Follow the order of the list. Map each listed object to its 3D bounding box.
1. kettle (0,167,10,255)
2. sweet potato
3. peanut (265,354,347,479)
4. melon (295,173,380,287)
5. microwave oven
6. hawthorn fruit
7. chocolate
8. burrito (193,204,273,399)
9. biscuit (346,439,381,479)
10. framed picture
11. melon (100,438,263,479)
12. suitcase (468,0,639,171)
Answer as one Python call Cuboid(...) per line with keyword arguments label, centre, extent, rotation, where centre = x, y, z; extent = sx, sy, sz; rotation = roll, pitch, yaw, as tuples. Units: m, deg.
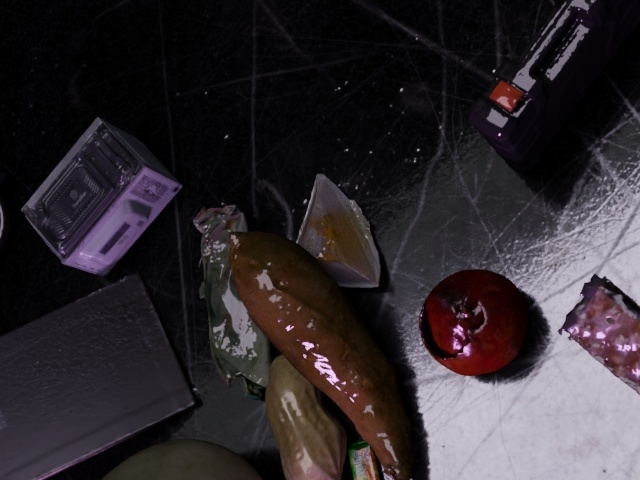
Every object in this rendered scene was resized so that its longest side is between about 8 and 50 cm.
Cuboid(label="kettle", centre=(-0.648, -0.035, 1.862), extent=(0.202, 0.144, 0.232), rotation=(23, 94, -2))
Cuboid(label="sweet potato", centre=(0.013, 0.152, 1.463), extent=(0.130, 0.130, 0.422), rotation=(-36, 87, 13))
Cuboid(label="peanut", centre=(-0.023, 0.261, 1.496), extent=(0.099, 0.090, 0.214), rotation=(-26, 68, 14))
Cuboid(label="melon", centre=(-0.001, 0.003, 1.553), extent=(0.139, 0.093, 0.202), rotation=(-36, 59, 22))
Cuboid(label="microwave oven", centre=(-0.359, -0.070, 1.723), extent=(0.208, 0.122, 0.162), rotation=(-49, 61, 7))
Cuboid(label="hawthorn fruit", centre=(0.201, 0.105, 1.384), extent=(0.148, 0.172, 0.148), rotation=(-2, 81, 10))
Cuboid(label="chocolate", centre=(0.448, 0.174, 1.311), extent=(0.329, 0.065, 0.102), rotation=(44, 116, 28))
Cuboid(label="burrito", centre=(-0.132, 0.092, 1.605), extent=(0.096, 0.066, 0.309), rotation=(-17, 73, 18))
Cuboid(label="biscuit", centre=(0.063, 0.324, 1.480), extent=(0.046, 0.016, 0.089), rotation=(-20, 69, 20))
Cuboid(label="framed picture", centre=(-0.394, 0.223, 1.654), extent=(0.339, 0.014, 0.255), rotation=(-26, 65, -8))
Cuboid(label="melon", centre=(-0.201, 0.406, 1.455), extent=(0.308, 0.272, 0.271), rotation=(-4, 75, 15))
Cuboid(label="suitcase", centre=(0.317, -0.237, 1.393), extent=(0.066, 0.206, 0.285), rotation=(37, 95, 23))
